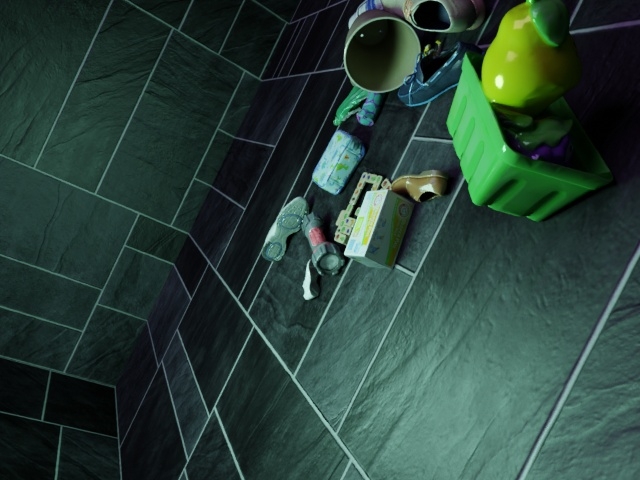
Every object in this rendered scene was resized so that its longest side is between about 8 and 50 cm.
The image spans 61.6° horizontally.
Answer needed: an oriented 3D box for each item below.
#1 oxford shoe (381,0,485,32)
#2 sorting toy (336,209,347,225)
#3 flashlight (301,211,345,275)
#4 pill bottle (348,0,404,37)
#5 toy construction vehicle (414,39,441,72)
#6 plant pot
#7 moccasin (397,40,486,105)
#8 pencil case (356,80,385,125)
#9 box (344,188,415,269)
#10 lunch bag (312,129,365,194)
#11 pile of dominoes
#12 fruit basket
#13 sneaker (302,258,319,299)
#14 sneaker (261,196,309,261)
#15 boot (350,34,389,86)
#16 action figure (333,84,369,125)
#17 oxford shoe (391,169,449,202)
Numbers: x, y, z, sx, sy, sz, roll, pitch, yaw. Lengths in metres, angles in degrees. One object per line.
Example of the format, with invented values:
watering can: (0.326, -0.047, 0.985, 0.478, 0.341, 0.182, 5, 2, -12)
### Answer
oxford shoe: (0.309, -0.730, 1.653, 0.397, 0.146, 0.141, 35, 142, 43)
sorting toy: (0.076, -0.063, 1.821, 0.062, 0.012, 0.083, 10, 75, 62)
flashlight: (0.000, 0.000, 1.813, 0.103, 0.103, 0.304, -31, 32, 7)
pill bottle: (0.232, -0.880, 2.081, 0.264, 0.153, 0.153, -12, 57, 59)
toy construction vehicle: (0.354, -0.598, 1.752, 0.098, 0.035, 0.086, -68, 15, -12)
plant pot: (0.194, -0.695, 1.878, 0.256, 0.256, 0.274, -49, 29, 30)
moccasin: (0.339, -0.513, 1.601, 0.342, 0.116, 0.138, -18, 52, 56)
pencil case: (0.184, -0.493, 1.928, 0.064, 0.070, 0.152, 123, 170, -82)
box: (0.167, -0.032, 1.519, 0.114, 0.103, 0.203, 1, 69, 62)
lunch bag: (0.063, -0.287, 1.951, 0.219, 0.090, 0.176, -60, 27, 9)
pile of dominoes: (0.127, -0.101, 1.711, 0.196, 0.040, 0.251, 23, 88, 60)
fruit basket: (0.417, -0.277, 1.055, 0.392, 0.282, 0.392, -167, 90, -74)
sneaker: (-0.036, 0.130, 1.815, 0.061, 0.053, 0.152, -40, 36, 46)
sneaker: (-0.148, -0.061, 2.138, 0.297, 0.111, 0.129, -53, 23, 21)
boot: (0.211, -0.707, 2.081, 0.208, 0.076, 0.190, -11, 60, 51)
action figure: (0.128, -0.534, 2.076, 0.232, 0.063, 0.137, -44, 34, 29)
oxford shoe: (0.262, -0.140, 1.477, 0.212, 0.076, 0.076, -5, 74, 62)
